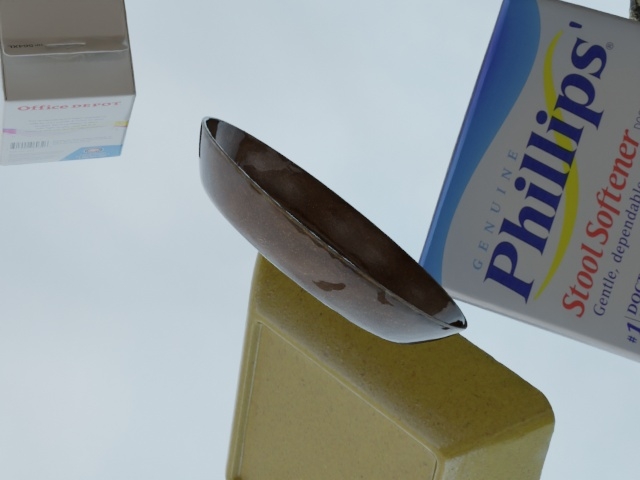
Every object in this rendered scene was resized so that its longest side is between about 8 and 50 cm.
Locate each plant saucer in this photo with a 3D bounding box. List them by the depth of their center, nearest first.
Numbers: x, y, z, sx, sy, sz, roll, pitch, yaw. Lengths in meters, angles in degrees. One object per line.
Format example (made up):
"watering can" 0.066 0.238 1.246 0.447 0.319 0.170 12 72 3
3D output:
"plant saucer" 0.000 0.000 0.984 0.168 0.029 0.168 38 -172 -6
"plant saucer" 0.032 0.190 1.764 0.332 0.333 0.081 35 -133 27

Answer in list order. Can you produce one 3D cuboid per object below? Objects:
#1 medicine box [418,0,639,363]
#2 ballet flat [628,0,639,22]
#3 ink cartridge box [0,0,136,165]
"medicine box" 0.263 -0.039 1.632 0.289 0.263 0.149 18 -177 20
"ballet flat" 0.359 -0.244 1.765 0.164 0.182 0.483 -8 -91 -10
"ink cartridge box" -0.183 -0.121 1.386 0.092 0.143 0.090 -5 -107 -13
